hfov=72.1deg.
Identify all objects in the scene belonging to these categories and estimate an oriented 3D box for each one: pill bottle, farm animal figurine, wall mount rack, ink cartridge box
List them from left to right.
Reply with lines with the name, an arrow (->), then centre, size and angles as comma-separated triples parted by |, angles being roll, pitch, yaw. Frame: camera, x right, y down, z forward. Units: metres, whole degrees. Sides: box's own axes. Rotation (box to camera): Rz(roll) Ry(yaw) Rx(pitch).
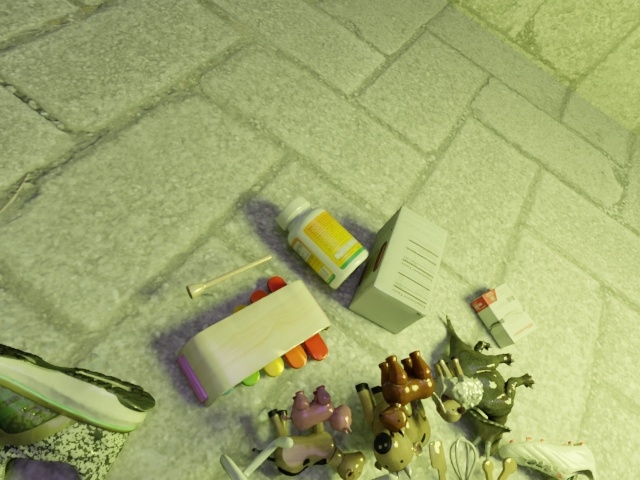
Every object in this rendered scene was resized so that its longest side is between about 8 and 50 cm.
pill bottle -> 0.000, 0.000, 1.005 | 0.208, 0.118, 0.117 | 44, 54, 8
wall mount rack -> 0.023, 0.399, 0.582 | 0.130, 0.304, 0.350 | -36, 97, -28
farm animal figurine -> 0.102, 0.338, 0.783 | 0.326, 0.330, 0.172 | 17, 47, -47
ink cartridge box -> 0.463, 0.190, 1.113 | 0.099, 0.056, 0.135 | -19, 68, -30

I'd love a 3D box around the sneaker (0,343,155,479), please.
sneaker -> -0.475, 0.260, 0.651 | 0.409, 0.158, 0.182 | 19, 72, -5

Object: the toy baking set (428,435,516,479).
toy baking set -> 0.295, 0.497, 0.846 | 0.256, 0.030, 0.197 | 27, 66, -10

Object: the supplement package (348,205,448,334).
supplement package -> 0.184, 0.067, 1.025 | 0.133, 0.139, 0.244 | 29, 53, -5

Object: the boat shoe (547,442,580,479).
boat shoe -> 0.545, 0.502, 0.961 | 0.137, 0.049, 0.043 | -33, 80, -32

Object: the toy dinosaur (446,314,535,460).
toy dinosaur -> 0.355, 0.299, 0.966 | 0.160, 0.121, 0.314 | -8, 66, -33

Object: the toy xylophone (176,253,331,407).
toy xylophone -> -0.128, 0.163, 0.874 | 0.322, 0.081, 0.236 | -17, 68, -30

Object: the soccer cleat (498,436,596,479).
soccer cleat -> 0.477, 0.461, 0.920 | 0.196, 0.068, 0.076 | 3, 50, 1
